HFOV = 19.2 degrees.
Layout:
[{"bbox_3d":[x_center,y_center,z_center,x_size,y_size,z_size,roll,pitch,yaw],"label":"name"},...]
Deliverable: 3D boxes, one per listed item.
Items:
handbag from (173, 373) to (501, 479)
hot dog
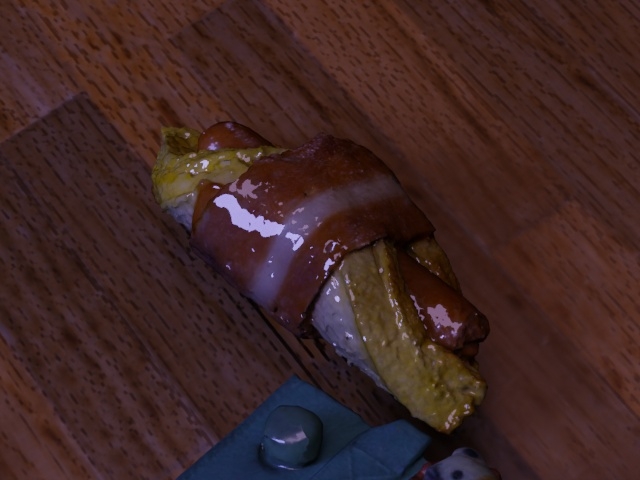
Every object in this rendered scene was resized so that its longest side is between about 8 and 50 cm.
[{"bbox_3d":[0.012,0.201,0.869,0.268,0.100,0.274,29,50,24],"label":"handbag"},{"bbox_3d":[0.003,-0.005,1.022,0.261,0.123,0.093,36,113,23],"label":"hot dog"}]
